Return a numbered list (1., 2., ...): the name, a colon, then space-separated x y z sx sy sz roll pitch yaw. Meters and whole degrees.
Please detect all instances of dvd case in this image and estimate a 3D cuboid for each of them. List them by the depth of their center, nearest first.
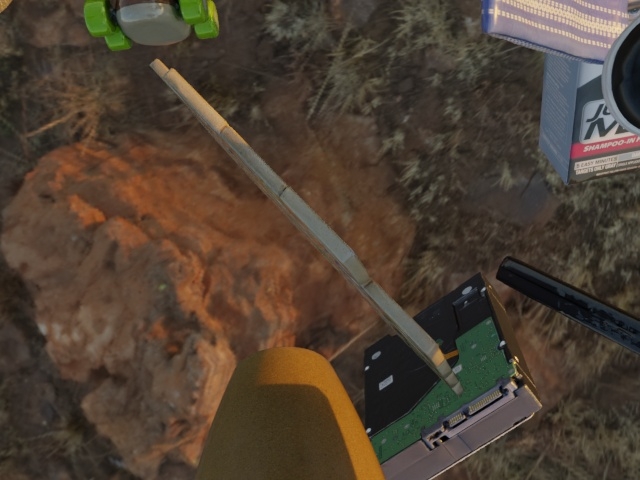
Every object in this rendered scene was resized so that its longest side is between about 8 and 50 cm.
1. dvd case: 0.256 0.085 0.588 0.180 0.253 0.022 30 95 47

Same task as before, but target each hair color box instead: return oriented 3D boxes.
1. hair color box: 0.411 -0.268 1.126 0.185 0.114 0.375 -11 130 -4

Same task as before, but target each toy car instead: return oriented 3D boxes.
1. toy car: -0.232 -0.368 1.132 0.155 0.149 0.189 -7 89 4

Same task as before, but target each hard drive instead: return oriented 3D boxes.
1. hard drive: 0.170 0.191 1.183 0.237 0.339 0.064 -37 104 13

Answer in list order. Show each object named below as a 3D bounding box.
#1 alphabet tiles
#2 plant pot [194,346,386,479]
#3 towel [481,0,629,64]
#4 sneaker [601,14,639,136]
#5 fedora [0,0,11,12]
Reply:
1. alphabet tiles: 0.000 0.000 0.645 0.011 0.342 0.285 -43 68 -1
2. plant pot: -0.033 0.249 0.890 0.237 0.254 0.237 -3 138 -2
3. towel: 0.226 -0.331 0.722 0.040 0.243 0.336 10 98 43
4. sneaker: 0.219 -0.088 0.302 0.216 0.121 0.079 -12 92 11
5. fedora: -0.284 -0.111 0.423 0.275 0.243 0.124 43 141 22
